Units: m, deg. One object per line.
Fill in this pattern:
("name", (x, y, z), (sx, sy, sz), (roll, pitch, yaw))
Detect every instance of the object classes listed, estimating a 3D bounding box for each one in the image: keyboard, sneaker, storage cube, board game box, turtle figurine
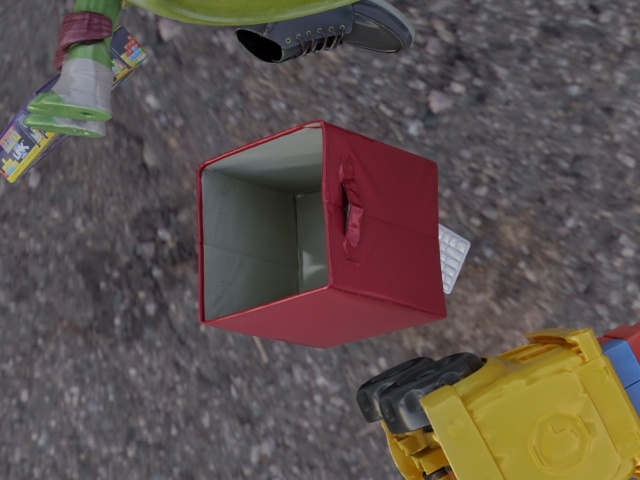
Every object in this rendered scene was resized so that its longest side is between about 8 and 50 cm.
("keyboard", (0.080, -0.024, 1.913), (0.014, 0.256, 0.072), (-11, 126, -49))
("sneaker", (0.003, -0.253, 1.878), (0.222, 0.083, 0.118), (19, 60, -6))
("storage cube", (0.000, 0.000, 1.619), (0.193, 0.215, 0.183), (16, 65, -45))
("board game box", (-0.277, -0.147, 1.646), (0.048, 0.170, 0.141), (49, 54, -5))
("turtle figurine", (-0.237, -0.236, 1.302), (0.275, 0.198, 0.266), (13, 80, -44))

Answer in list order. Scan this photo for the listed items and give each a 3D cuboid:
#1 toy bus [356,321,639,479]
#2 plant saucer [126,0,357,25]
("toy bus", (0.152, 0.124, 1.079), (0.211, 0.220, 0.149), (-29, 92, -10))
("plant saucer", (0.004, -0.152, 0.671), (0.241, 0.241, 0.037), (-17, 77, -5))
